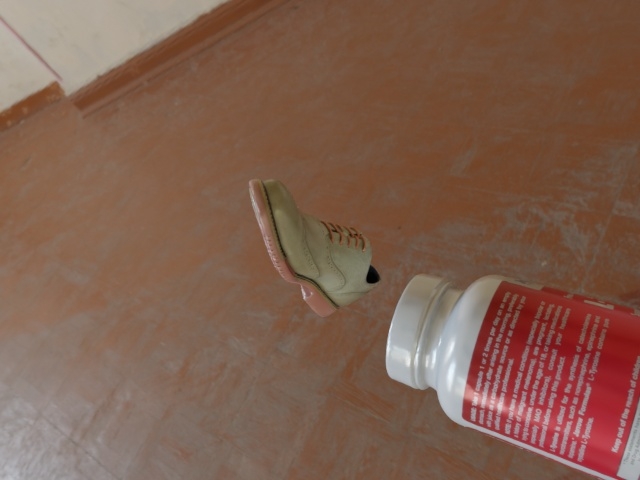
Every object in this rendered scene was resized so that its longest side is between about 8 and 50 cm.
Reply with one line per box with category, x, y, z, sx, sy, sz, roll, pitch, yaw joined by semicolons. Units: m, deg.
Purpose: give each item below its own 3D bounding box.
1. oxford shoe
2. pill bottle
oxford shoe;0.000;0.000;0.946;0.146;0.397;0.140;-22;62;7
pill bottle;0.311;0.180;0.798;0.407;0.229;0.229;15;65;27
